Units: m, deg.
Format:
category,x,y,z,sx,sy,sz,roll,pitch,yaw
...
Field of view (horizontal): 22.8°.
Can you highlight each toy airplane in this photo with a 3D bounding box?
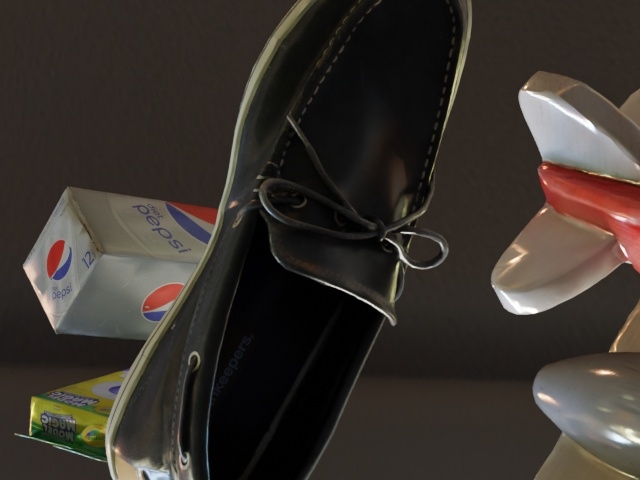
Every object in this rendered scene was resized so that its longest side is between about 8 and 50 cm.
category,x,y,z,sx,sy,sz,roll,pitch,yaw
toy airplane,0.272,-0.012,0.876,0.385,0.386,0.272,-10,-33,3

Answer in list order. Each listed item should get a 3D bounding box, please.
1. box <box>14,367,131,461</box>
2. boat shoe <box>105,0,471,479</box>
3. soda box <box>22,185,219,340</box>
category,x,y,z,sx,sy,sz,roll,pitch,yaw
box,-0.181,0.156,1.437,0.105,0.179,0.043,11,-75,31
boat shoe,0.000,0.000,1.226,0.187,0.156,0.500,29,-95,-32
soda box,-0.115,0.030,1.441,0.286,0.091,0.098,8,-54,-41
